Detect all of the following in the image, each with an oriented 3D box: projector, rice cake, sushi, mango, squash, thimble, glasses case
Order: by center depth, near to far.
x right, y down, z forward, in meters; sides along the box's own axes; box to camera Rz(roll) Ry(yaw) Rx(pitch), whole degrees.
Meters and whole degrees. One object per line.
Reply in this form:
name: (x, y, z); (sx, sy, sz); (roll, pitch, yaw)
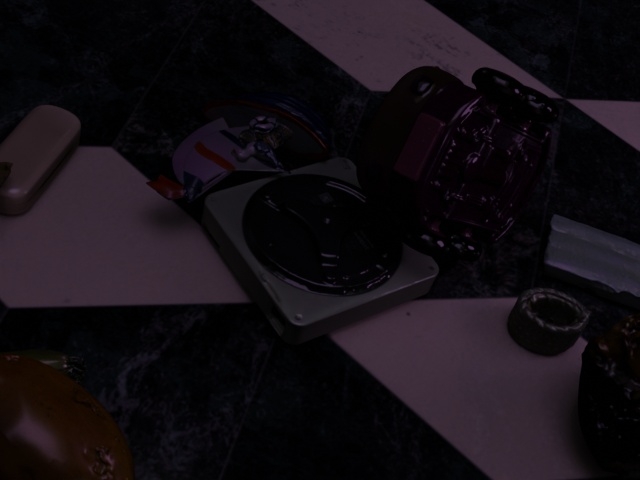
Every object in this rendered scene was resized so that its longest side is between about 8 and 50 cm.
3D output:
mango: (-0.313, 0.231, 1.149); (0.249, 0.151, 0.156); (42, 88, 9)
squash: (-0.375, 0.157, 1.244); (0.184, 0.052, 0.052); (-1, 50, -15)
sushi: (0.443, 0.184, 1.364); (0.213, 0.200, 0.204); (9, 40, -16)
projector: (0.000, 0.000, 1.473); (0.259, 0.079, 0.257); (-18, 56, -31)
glasses case: (-0.413, -0.117, 1.475); (0.083, 0.050, 0.196); (25, 48, 3)
thimble: (0.327, 0.114, 1.480); (0.110, 0.062, 0.084); (8, 47, -10)
rice cake: (0.456, 0.045, 1.593); (0.237, 0.043, 0.127); (19, 48, 1)

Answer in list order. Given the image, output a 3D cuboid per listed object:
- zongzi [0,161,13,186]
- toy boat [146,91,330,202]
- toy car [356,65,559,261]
zongzi: (-0.466, 0.031, 1.262); (0.300, 0.145, 0.274); (-22, 60, -29)
toy boat: (-0.139, -0.144, 1.553); (0.318, 0.072, 0.219); (-22, 44, -27)
toy car: (0.168, -0.134, 1.494); (0.240, 0.271, 0.341); (32, 10, 32)
